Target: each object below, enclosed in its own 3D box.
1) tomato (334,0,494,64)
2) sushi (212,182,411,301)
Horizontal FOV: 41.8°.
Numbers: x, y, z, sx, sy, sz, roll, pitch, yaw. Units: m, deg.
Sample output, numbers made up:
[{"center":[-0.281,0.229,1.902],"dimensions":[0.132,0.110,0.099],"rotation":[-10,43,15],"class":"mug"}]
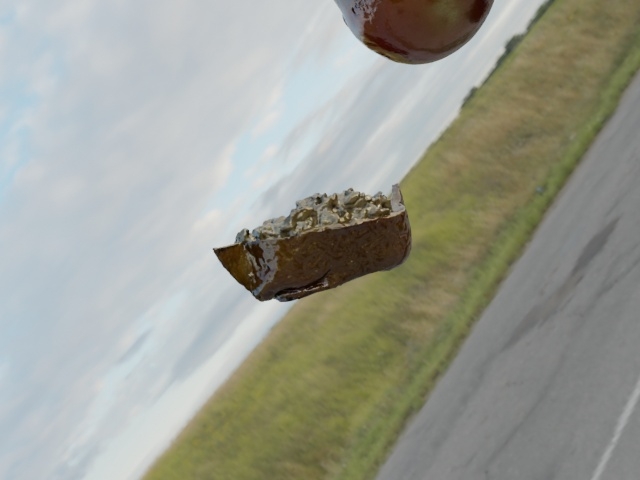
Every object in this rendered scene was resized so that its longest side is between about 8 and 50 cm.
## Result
[{"center":[0.041,-0.121,0.360],"dimensions":[0.075,0.087,0.087],"rotation":[-22,10,27],"class":"tomato"},{"center":[0.000,0.000,0.460],"dimensions":[0.120,0.055,0.052],"rotation":[-16,17,-12],"class":"sushi"}]
